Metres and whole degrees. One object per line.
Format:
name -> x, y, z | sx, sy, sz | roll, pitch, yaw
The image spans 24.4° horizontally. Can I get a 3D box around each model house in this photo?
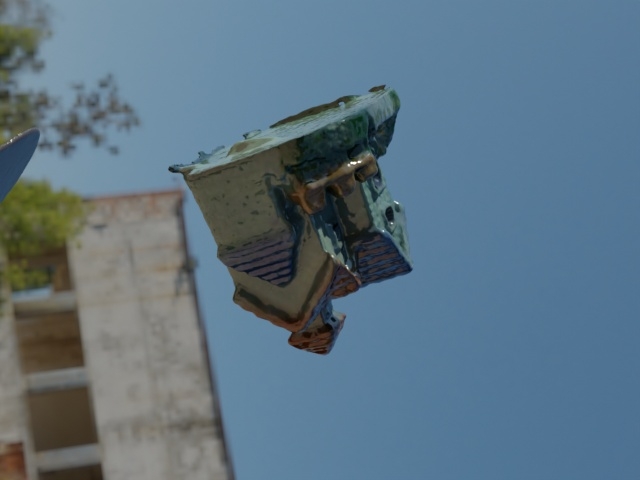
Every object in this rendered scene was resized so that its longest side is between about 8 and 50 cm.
model house -> 0.000, 0.000, 0.876 | 0.148, 0.119, 0.149 | -51, 124, -69

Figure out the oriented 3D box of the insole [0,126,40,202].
insole -> -0.238, -0.005, 0.888 | 0.111, 0.007, 0.328 | -55, -179, 23
